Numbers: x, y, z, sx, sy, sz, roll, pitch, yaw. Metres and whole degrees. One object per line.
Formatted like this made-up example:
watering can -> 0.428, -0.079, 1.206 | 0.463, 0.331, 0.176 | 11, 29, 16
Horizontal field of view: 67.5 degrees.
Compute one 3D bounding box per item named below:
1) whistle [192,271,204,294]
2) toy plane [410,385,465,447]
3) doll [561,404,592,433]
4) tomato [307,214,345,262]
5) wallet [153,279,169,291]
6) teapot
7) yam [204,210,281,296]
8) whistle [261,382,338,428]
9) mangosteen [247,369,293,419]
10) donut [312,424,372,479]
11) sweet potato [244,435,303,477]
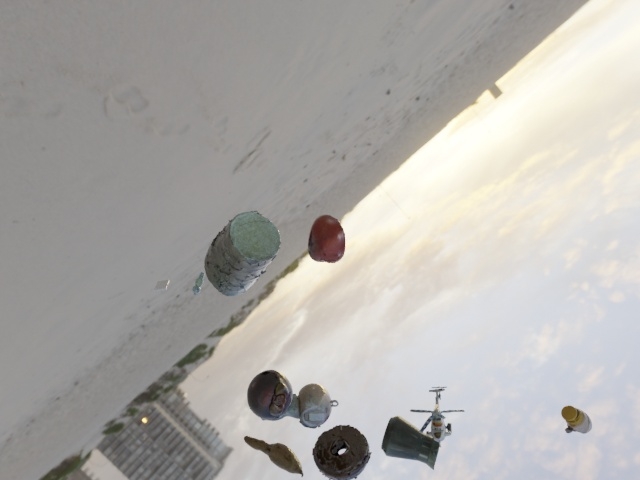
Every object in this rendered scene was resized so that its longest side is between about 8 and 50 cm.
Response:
whistle -> -0.514, 0.182, 2.022 | 0.035, 0.035, 0.100 | -26, -136, 67
toy plane -> 0.412, 0.629, 1.723 | 0.182, 0.107, 0.273 | -9, -173, -3
doll -> 0.775, 0.553, 1.451 | 0.084, 0.127, 0.073 | -53, -152, -2
tomato -> 0.000, 0.000, 1.673 | 0.099, 0.173, 0.189 | -14, -164, -34
wallet -> -0.560, 0.158, 1.689 | 0.044, 0.011, 0.083 | -8, -163, -6
teapot -> 0.383, 0.852, 2.006 | 0.203, 0.225, 0.171 | 73, 38, -56
yam -> -0.301, 0.050, 1.842 | 0.241, 0.241, 0.348 | -47, -177, -37
whistle -> -0.095, 0.720, 2.101 | 0.348, 0.189, 0.189 | -4, -173, -2
mangosteen -> -0.150, 0.476, 1.478 | 0.152, 0.152, 0.152 | -41, -173, 6
donut -> 0.096, 0.965, 2.168 | 0.270, 0.103, 0.269 | -8, -149, 5
sweet potato -> -0.155, 0.748, 1.689 | 0.270, 0.074, 0.075 | 16, -135, 30
